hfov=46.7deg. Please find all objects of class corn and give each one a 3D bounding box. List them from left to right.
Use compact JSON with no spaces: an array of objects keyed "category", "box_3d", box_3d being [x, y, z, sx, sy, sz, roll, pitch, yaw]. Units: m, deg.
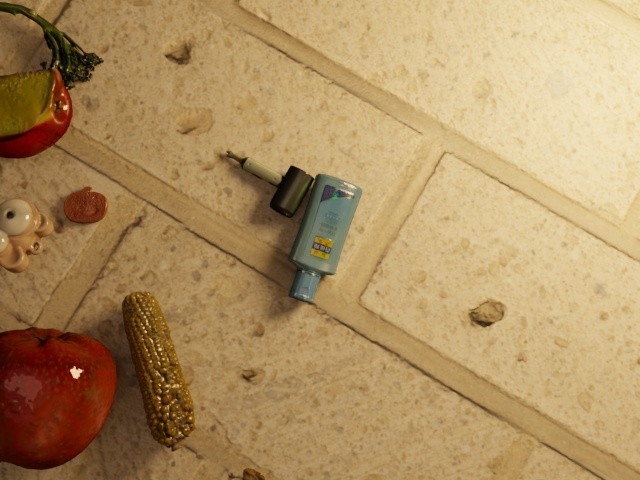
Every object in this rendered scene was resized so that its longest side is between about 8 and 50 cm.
[{"category":"corn","box_3d":[-0.323,0.257,1.473,0.097,0.097,0.320,-18,81,-1]}]

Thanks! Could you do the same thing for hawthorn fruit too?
[{"category":"hawthorn fruit","box_3d":[-0.538,0.299,1.388,0.275,0.275,0.300,25,76,4]}]

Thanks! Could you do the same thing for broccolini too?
[{"category":"broccolini","box_3d":[-0.604,-0.411,1.571,0.271,0.062,0.123,34,70,-1]}]

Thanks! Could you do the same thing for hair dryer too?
[{"category":"hair dryer","box_3d":[-0.119,-0.133,1.541,0.197,0.057,0.100,30,85,13]}]

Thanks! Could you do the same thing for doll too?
[{"category":"doll","box_3d":[-0.687,-0.033,1.502,0.278,0.119,0.154,15,72,5]}]

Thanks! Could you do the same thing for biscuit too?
[{"category":"biscuit","box_3d":[-0.491,-0.074,1.552,0.091,0.015,0.078,4,82,1]}]

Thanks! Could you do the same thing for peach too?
[{"category":"peach","box_3d":[-0.638,-0.243,1.502,0.267,0.159,0.154,-8,73,-2]}]

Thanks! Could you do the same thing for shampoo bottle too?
[{"category":"shampoo bottle","box_3d":[0.000,0.000,1.509,0.103,0.061,0.259,19,84,-11]}]

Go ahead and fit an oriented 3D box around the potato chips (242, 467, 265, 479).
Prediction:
[{"category":"potato chips","box_3d":[-0.113,0.643,1.432,0.057,0.080,0.407,-3,85,17]}]
